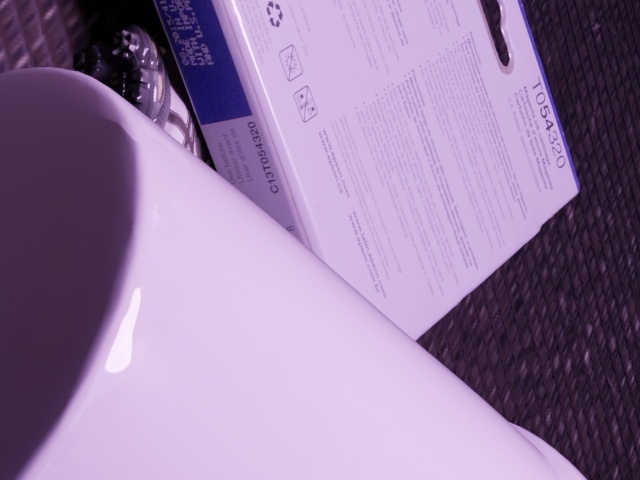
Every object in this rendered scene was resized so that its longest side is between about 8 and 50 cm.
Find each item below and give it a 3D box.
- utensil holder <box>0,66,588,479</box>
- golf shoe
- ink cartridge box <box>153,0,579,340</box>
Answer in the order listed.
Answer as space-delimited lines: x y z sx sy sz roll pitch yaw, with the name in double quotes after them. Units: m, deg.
-0.077 0.147 0.924 0.385 0.328 0.327 43 46 -38 "utensil holder"
-0.100 -0.034 1.177 0.094 0.077 0.198 23 61 -51 "golf shoe"
0.037 -0.113 1.287 0.330 0.071 0.324 -37 112 -51 "ink cartridge box"
